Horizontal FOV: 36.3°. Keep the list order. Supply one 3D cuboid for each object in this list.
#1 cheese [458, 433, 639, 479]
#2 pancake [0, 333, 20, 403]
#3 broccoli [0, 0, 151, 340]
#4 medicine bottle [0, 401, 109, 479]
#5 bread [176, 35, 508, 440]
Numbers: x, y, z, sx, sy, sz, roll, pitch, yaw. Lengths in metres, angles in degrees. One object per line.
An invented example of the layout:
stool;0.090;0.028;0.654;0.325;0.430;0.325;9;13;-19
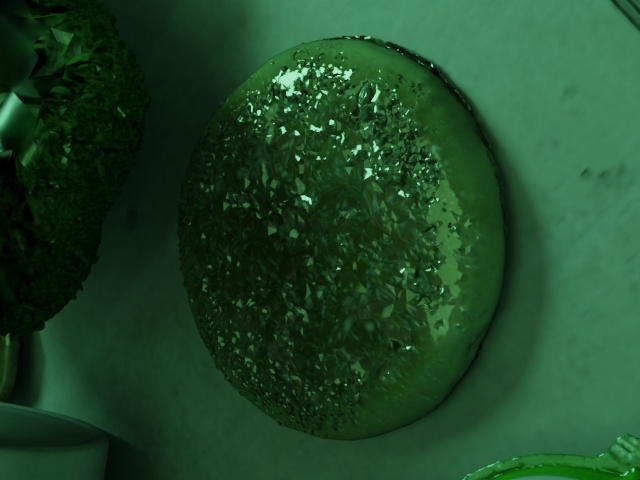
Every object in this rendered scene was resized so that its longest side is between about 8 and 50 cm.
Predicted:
cheese;0.111;0.252;0.521;0.204;0.083;0.320;34;103;25
pancake;-0.314;0.086;0.888;0.152;0.025;0.151;2;94;38
broccoli;-0.292;-0.086;0.683;0.321;0.310;0.413;-8;63;65
medicine bottle;-0.291;0.292;0.735;0.256;0.256;0.324;7;84;37
bread;0.000;0.000;0.631;0.267;0.040;0.266;4;96;38
